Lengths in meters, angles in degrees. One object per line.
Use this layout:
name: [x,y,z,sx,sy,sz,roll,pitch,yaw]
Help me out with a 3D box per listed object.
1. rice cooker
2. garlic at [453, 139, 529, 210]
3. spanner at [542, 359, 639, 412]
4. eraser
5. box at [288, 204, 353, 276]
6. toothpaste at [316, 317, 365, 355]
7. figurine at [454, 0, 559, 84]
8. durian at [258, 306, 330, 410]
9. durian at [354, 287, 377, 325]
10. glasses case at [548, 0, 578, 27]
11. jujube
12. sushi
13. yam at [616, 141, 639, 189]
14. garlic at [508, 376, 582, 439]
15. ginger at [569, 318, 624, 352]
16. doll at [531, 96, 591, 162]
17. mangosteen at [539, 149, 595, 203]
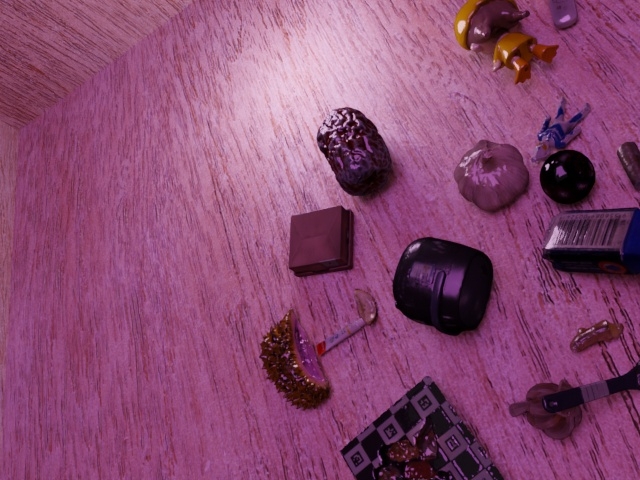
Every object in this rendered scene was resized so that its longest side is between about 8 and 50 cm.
rice cooker: [0.330,0.123,1.606,0.224,0.267,0.267,11,74,36]
garlic: [0.485,-0.213,1.692,0.218,0.212,0.219,-10,65,21]
spanner: [0.656,0.344,1.343,0.315,0.024,0.087,-13,68,-10]
eraser: [0.721,-0.001,1.443,0.332,0.101,0.155,0,60,56]
box: [0.000,0.000,1.968,0.215,0.086,0.215,-10,63,27]
toothpaste: [0.063,0.297,1.824,0.190,0.031,0.048,-35,38,15]
figurine: [0.581,-0.654,1.865,0.215,0.187,0.344,-29,57,-11]
durian: [-0.107,0.387,1.835,0.191,0.112,0.341,-34,57,11]
durian: [0.142,0.202,1.798,0.052,0.066,0.130,-29,65,18]
glasses case: [0.773,-0.763,1.874,0.074,0.049,0.193,-12,63,26]
jujube: [0.114,-0.298,1.959,0.226,0.226,0.317,-33,52,14]
sushi: [0.271,0.604,1.529,0.343,0.064,0.359,-44,54,12]
yam: [0.839,-0.199,1.563,0.054,0.054,0.132,-22,58,22]
garlic: [0.544,0.418,1.428,0.194,0.127,0.131,-36,29,45]
ginger: [0.686,0.235,1.461,0.137,0.044,0.057,-29,74,20]
doll: [0.691,-0.316,1.710,0.114,0.057,0.227,31,84,34]
mangosteen: [0.672,-0.172,1.609,0.152,0.152,0.152,-14,61,26]
